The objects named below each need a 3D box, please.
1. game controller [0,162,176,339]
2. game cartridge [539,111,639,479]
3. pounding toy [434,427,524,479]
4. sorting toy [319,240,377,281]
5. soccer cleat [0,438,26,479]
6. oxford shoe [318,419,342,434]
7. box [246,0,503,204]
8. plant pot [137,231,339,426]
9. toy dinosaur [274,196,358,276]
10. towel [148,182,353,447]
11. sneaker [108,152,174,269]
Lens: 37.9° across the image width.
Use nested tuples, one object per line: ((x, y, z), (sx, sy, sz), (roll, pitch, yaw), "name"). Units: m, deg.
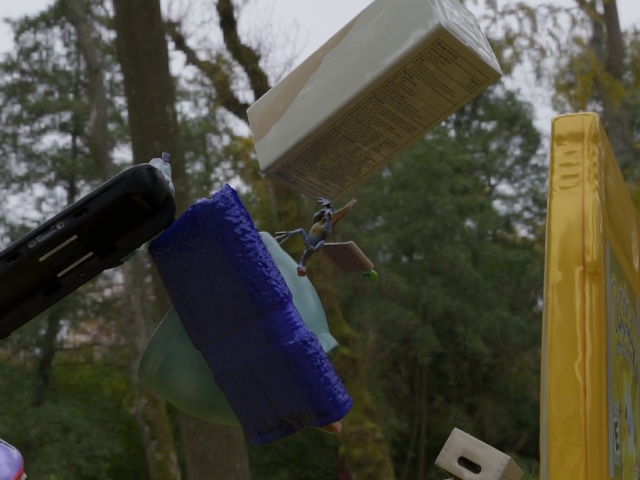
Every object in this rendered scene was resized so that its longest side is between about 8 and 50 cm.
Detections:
((-0.330, 0.015, 1.205), (0.319, 0.067, 0.166), (-35, -25, -9), "game controller")
((0.248, 0.091, 0.815), (0.052, 0.324, 0.285), (-1, -18, 26), "game cartridge")
((0.255, 0.397, 1.590), (0.141, 0.100, 0.130), (24, -15, 33), "pounding toy")
((0.041, 0.029, 1.237), (0.062, 0.012, 0.083), (-8, -45, 43), "sorting toy")
((-0.369, 0.203, 0.939), (0.083, 0.095, 0.248), (-38, 22, -22), "soccer cleat")
((-0.045, 0.202, 1.720), (0.140, 0.146, 0.397), (5, -44, 44), "oxford shoe")
((0.065, -0.194, 1.226), (0.311, 0.121, 0.148), (-36, -40, 26), "box")
((-0.098, 0.162, 1.378), (0.293, 0.196, 0.293), (-47, -14, -15), "plant pot")
((0.000, 0.000, 1.000), (0.090, 0.047, 0.082), (-4, -56, -23), "toy dinosaur")
((-0.086, 0.099, 1.156), (0.076, 0.308, 0.227), (-28, -2, -37), "towel")
((-0.304, -0.043, 1.487), (0.083, 0.098, 0.223), (37, -61, -25), "sneaker")
